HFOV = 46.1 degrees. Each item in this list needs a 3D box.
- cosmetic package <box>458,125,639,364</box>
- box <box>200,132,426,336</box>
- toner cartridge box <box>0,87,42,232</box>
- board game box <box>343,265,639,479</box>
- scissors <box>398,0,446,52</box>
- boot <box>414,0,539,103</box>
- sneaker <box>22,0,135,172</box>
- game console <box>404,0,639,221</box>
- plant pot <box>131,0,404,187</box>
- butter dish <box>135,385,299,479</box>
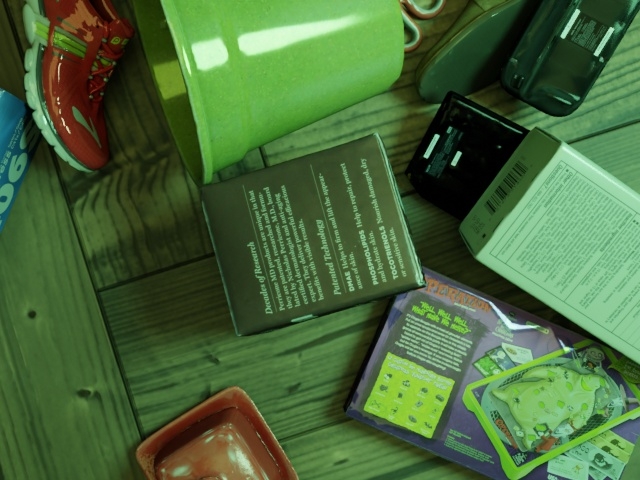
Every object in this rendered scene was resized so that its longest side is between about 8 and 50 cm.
[{"bbox_3d":[0.335,0.022,0.869,0.310,0.113,0.160,33,105,-11],"label":"cosmetic package"},{"bbox_3d":[0.000,0.000,0.847,0.203,0.168,0.166,-17,84,8],"label":"box"},{"bbox_3d":[-0.431,-0.011,0.854,0.075,0.165,0.347,23,89,-2],"label":"toner cartridge box"},{"bbox_3d":[0.227,0.187,0.936,0.347,0.056,0.208,24,92,-2],"label":"board game box"},{"bbox_3d":[0.045,-0.364,0.908,0.109,0.021,0.297,-44,111,-5],"label":"scissors"},{"bbox_3d":[0.221,-0.296,0.936,0.305,0.112,0.115,-42,60,2],"label":"boot"},{"bbox_3d":[-0.273,-0.219,0.874,0.119,0.107,0.278,-5,98,11],"label":"sneaker"},{"bbox_3d":[0.271,-0.171,0.890,0.213,0.044,0.361,26,106,-7],"label":"game console"},{"bbox_3d":[-0.056,-0.226,0.843,0.254,0.276,0.276,-19,90,-14],"label":"plant pot"},{"bbox_3d":[-0.124,0.280,0.882,0.160,0.118,0.159,-32,91,-3],"label":"butter dish"}]
